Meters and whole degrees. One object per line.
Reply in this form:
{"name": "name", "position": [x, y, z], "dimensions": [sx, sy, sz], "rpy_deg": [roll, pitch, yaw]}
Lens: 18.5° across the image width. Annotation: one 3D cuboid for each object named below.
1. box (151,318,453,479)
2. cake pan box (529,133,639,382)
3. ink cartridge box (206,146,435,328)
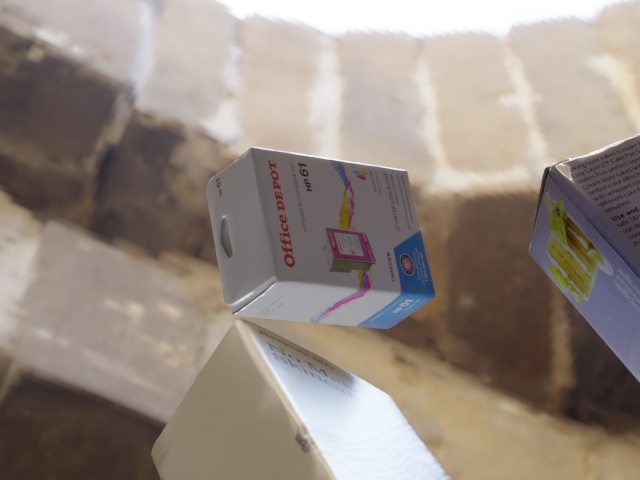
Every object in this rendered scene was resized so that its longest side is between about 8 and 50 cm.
{"name": "box", "position": [0.006, 0.139, 0.937], "dimensions": [0.094, 0.113, 0.275], "rpy_deg": [-58, -158, 8]}
{"name": "cake pan box", "position": [0.273, 0.020, 0.920], "dimensions": [0.245, 0.267, 0.070], "rpy_deg": [52, -28, 33]}
{"name": "ink cartridge box", "position": [0.000, 0.000, 1.171], "dimensions": [0.052, 0.122, 0.088], "rpy_deg": [-36, -123, 45]}
